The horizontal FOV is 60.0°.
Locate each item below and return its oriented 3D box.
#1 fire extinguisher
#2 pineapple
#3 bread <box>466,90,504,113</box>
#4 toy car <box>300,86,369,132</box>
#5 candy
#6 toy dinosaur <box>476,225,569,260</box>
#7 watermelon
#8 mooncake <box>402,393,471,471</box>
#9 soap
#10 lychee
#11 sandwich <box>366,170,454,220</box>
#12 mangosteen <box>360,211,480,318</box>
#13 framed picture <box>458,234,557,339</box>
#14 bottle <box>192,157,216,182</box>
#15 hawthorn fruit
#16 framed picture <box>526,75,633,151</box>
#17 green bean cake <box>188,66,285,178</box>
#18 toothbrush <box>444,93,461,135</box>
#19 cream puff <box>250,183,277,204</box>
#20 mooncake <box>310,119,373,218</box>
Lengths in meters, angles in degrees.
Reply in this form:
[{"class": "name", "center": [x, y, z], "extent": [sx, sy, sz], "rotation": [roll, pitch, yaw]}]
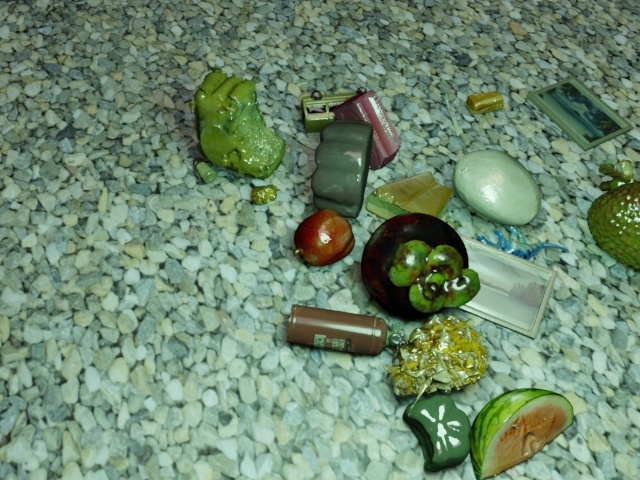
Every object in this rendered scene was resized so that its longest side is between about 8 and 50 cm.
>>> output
[{"class": "fire extinguisher", "center": [0.080, 0.262, 1.454], "extent": [0.337, 0.106, 0.147], "rotation": [9, 87, 3]}, {"class": "pineapple", "center": [0.307, 0.276, 1.367], "extent": [0.335, 0.161, 0.158], "rotation": [-17, 18, -20]}, {"class": "bread", "center": [0.599, -0.502, 2.019], "extent": [0.132, 0.053, 0.074], "rotation": [-14, 54, -12]}, {"class": "toy car", "center": [0.063, -0.447, 1.927], "extent": [0.257, 0.101, 0.124], "rotation": [-6, 65, -5]}, {"class": "candy", "center": [0.536, -0.165, 1.671], "extent": [0.296, 0.185, 0.295], "rotation": [20, 32, -13]}, {"class": "toy dinosaur", "center": [0.561, 0.021, 1.650], "extent": [0.330, 0.076, 0.144], "rotation": [-17, 68, -10]}, {"class": "watermelon", "center": [0.466, 0.436, 1.365], "extent": [0.304, 0.159, 0.128], "rotation": [-23, 22, -19]}, {"class": "mooncake", "center": [0.276, 0.456, 1.325], "extent": [0.175, 0.104, 0.168], "rotation": [31, 66, 21]}, {"class": "soap", "center": [0.165, -0.355, 1.811], "extent": [0.099, 0.162, 0.249], "rotation": [-38, 107, -24]}, {"class": "lychee", "center": [0.924, -0.066, 1.617], "extent": [0.270, 0.269, 0.319], "rotation": [-10, 49, -10]}, {"class": "sandwich", "center": [0.280, -0.131, 1.719], "extent": [0.220, 0.108, 0.186], "rotation": [28, 59, 18]}, {"class": "mangosteen", "center": [0.253, 0.070, 1.467], "extent": [0.312, 0.311, 0.311], "rotation": [1, 56, -2]}, {"class": "framed picture", "center": [0.497, 0.128, 1.574], "extent": [0.289, 0.016, 0.213], "rotation": [23, 74, 12]}, {"class": "bottle", "center": [-0.377, -0.231, 1.793], "extent": [0.063, 0.047, 0.101], "rotation": [-25, 56, -27]}, {"class": "hawthorn fruit", "center": [0.000, 0.000, 1.591], "extent": [0.188, 0.169, 0.169], "rotation": [-34, 64, -18]}, {"class": "framed picture", "center": [0.948, -0.471, 2.033], "extent": [0.232, 0.024, 0.314], "rotation": [-24, 59, -17]}, {"class": "green bean cake", "center": [-0.255, -0.340, 1.711], "extent": [0.285, 0.309, 0.202], "rotation": [21, 55, 14]}, {"class": "toothbrush", "center": [0.475, -0.451, 1.999], "extent": [0.017, 0.022, 0.203], "rotation": [-6, 59, -3]}, {"class": "cream puff", "center": [-0.176, -0.149, 1.736], "extent": [0.084, 0.058, 0.083], "rotation": [5, 54, 2]}, {"class": "mooncake", "center": [0.069, -0.218, 1.669], "extent": [0.155, 0.306, 0.305], "rotation": [8, 56, 10]}]
